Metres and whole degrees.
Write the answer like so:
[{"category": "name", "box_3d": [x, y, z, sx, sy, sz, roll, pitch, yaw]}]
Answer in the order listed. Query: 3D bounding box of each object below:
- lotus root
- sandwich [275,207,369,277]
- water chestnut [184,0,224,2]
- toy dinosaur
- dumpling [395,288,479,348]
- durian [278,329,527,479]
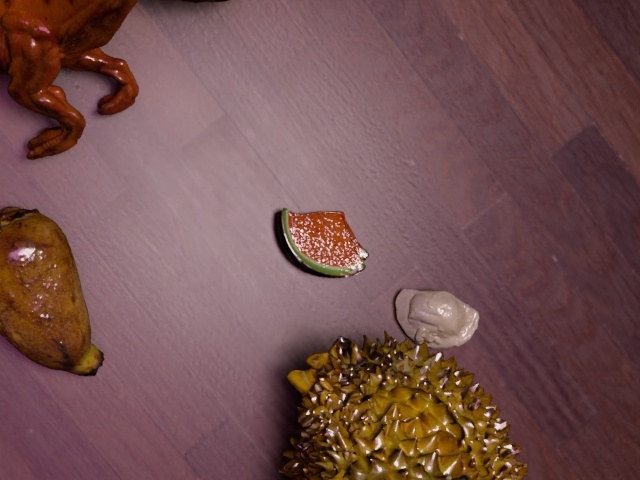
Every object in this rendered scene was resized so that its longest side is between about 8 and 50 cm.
[{"category": "lotus root", "box_3d": [-0.271, 0.059, 1.372, 0.108, 0.094, 0.190, -22, 102, 25]}, {"category": "sandwich", "box_3d": [0.002, 0.004, 1.458, 0.101, 0.026, 0.069, 3, 86, -14]}, {"category": "water chestnut", "box_3d": [-0.100, -0.355, 1.311, 0.244, 0.289, 0.289, 29, 85, 19]}, {"category": "toy dinosaur", "box_3d": [-0.242, -0.183, 1.326, 0.432, 0.097, 0.208, -14, 131, 21]}, {"category": "dumpling", "box_3d": [0.119, 0.081, 1.466, 0.076, 0.052, 0.057, 19, 76, -21]}, {"category": "durian", "box_3d": [0.083, 0.235, 1.377, 0.258, 0.258, 0.292, -3, 81, -11]}]
